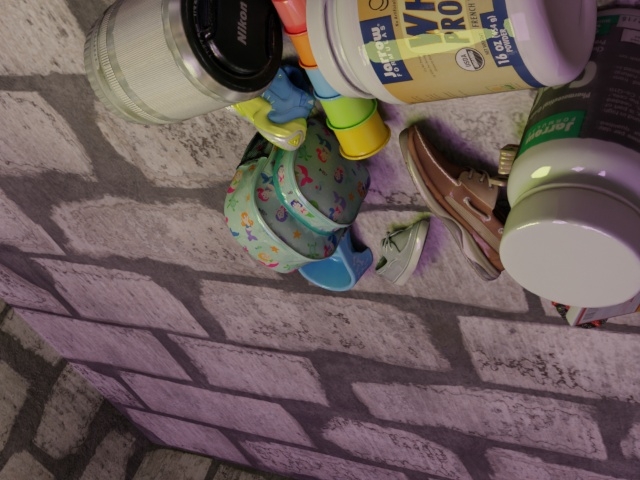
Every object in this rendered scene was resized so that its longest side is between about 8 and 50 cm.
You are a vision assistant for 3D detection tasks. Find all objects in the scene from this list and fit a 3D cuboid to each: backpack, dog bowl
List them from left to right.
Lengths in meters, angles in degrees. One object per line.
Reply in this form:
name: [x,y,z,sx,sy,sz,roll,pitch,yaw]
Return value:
backpack: [-0.043,-0.077,1.533,0.225,0.253,0.191,43,145,-25]
dog bowl: [0.000,0.000,1.791,0.166,0.074,0.297,6,143,29]

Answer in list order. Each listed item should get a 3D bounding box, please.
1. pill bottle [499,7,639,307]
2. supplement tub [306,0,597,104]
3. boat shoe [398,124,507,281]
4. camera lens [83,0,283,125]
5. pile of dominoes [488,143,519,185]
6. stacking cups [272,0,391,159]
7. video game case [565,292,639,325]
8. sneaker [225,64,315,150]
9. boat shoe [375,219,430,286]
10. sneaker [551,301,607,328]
pill bottle: [0.358,-0.108,1.098,0.204,0.361,0.204,18,148,12]
supplement tub: [0.163,-0.293,1.088,0.316,0.228,0.228,-2,140,37]
boat shoe: [0.250,-0.078,1.481,0.116,0.123,0.324,-32,115,16]
camera lens: [-0.213,-0.304,1.347,0.274,0.219,0.219,-8,135,42]
pile of dominoes: [0.394,-0.106,1.284,0.251,0.196,0.040,10,109,24]
stacking cups: [0.010,-0.274,1.369,0.096,0.096,0.316,0,137,36]
video game case: [0.544,0.046,1.347,0.285,0.025,0.204,-10,143,-12]
sneaker: [-0.089,-0.253,1.475,0.240,0.126,0.091,39,-168,34]
boat shoe: [0.156,0.022,1.708,0.081,0.079,0.227,20,152,0]
sneaker: [0.414,0.028,1.493,0.104,0.125,0.261,-22,114,28]
